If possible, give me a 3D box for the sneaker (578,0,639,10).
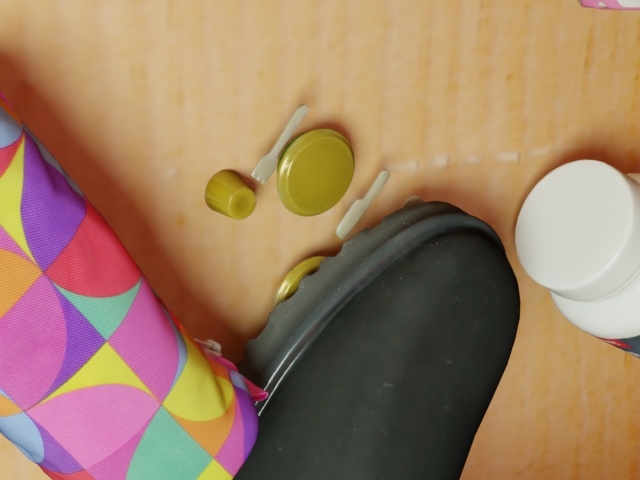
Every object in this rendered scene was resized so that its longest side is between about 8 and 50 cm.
[{"bbox_3d":[0.205,-0.192,0.678,0.170,0.063,0.075,-35,127,-27],"label":"sneaker"}]

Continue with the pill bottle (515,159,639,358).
[{"bbox_3d":[0.207,0.018,0.736,0.180,0.108,0.108,25,92,-41],"label":"pill bottle"}]

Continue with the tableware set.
[{"bbox_3d":[0.000,0.000,0.627,0.154,0.024,0.104,36,88,-42],"label":"tableware set"}]

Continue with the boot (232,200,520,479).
[{"bbox_3d":[0.096,0.218,0.493,0.367,0.445,0.146,-52,135,-3],"label":"boot"}]

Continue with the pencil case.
[{"bbox_3d":[-0.117,0.030,0.492,0.104,0.104,0.236,-46,129,-14],"label":"pencil case"}]
